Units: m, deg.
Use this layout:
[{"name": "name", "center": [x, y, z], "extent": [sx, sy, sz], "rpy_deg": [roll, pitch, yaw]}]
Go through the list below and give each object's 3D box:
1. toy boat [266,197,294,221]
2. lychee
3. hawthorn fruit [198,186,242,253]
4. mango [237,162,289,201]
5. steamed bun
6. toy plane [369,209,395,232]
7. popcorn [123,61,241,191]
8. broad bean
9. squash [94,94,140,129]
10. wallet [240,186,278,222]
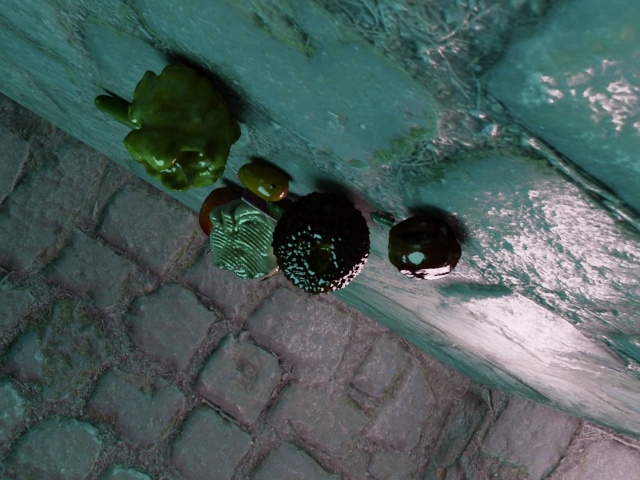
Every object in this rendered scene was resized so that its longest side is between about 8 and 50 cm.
[{"name": "toy boat", "center": [-0.061, -0.078, 1.505], "extent": [0.108, 0.099, 0.293], "rpy_deg": [3, -168, -43]}, {"name": "lychee", "center": [0.000, 0.000, 1.296], "extent": [0.267, 0.267, 0.267], "rpy_deg": [30, 170, 6]}, {"name": "hawthorn fruit", "center": [-0.357, -0.062, 1.930], "extent": [0.242, 0.272, 0.242], "rpy_deg": [35, 175, 4]}, {"name": "mango", "center": [-0.161, -0.167, 1.393], "extent": [0.165, 0.089, 0.115], "rpy_deg": [31, 180, 17]}, {"name": "steamed bun", "center": [-0.229, -0.013, 1.766], "extent": [0.267, 0.280, 0.207], "rpy_deg": [2, -167, 15]}, {"name": "toy plane", "center": [0.154, -0.045, 1.216], "extent": [0.083, 0.033, 0.080], "rpy_deg": [39, 170, -4]}, {"name": "popcorn", "center": [-0.282, -0.217, 1.072], "extent": [0.235, 0.242, 0.250], "rpy_deg": [22, 170, 29]}, {"name": "broad bean", "center": [0.221, 0.018, 1.082], "extent": [0.156, 0.122, 0.228], "rpy_deg": [2, 169, 12]}, {"name": "squash", "center": [-0.612, -0.398, 1.623], "extent": [0.252, 0.066, 0.066], "rpy_deg": [30, 170, 2]}, {"name": "wallet", "center": [-0.148, -0.103, 1.646], "extent": [0.232, 0.025, 0.119], "rpy_deg": [33, -151, -14]}]
